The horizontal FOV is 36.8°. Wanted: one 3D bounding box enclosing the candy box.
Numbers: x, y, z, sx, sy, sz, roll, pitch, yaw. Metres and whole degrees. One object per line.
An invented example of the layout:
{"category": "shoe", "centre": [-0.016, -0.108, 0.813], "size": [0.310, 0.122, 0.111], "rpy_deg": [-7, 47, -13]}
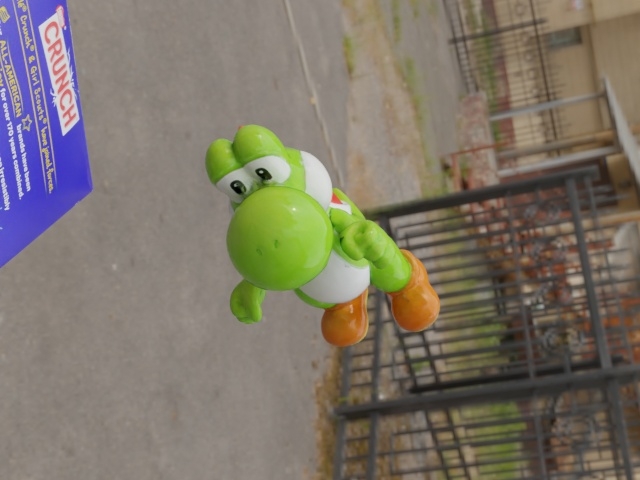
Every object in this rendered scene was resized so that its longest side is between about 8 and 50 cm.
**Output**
{"category": "candy box", "centre": [-0.325, -0.088, 0.758], "size": [0.317, 0.122, 0.268], "rpy_deg": [-51, 148, -51]}

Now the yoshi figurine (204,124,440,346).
{"category": "yoshi figurine", "centre": [-0.006, 0.025, 1.078], "size": [0.204, 0.203, 0.362], "rpy_deg": [-53, 137, -7]}
